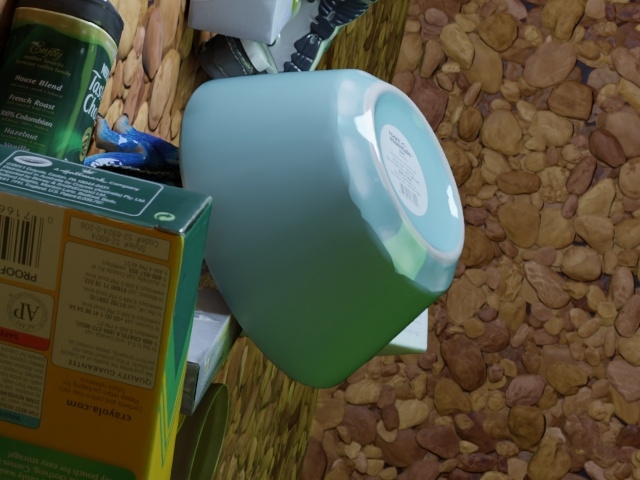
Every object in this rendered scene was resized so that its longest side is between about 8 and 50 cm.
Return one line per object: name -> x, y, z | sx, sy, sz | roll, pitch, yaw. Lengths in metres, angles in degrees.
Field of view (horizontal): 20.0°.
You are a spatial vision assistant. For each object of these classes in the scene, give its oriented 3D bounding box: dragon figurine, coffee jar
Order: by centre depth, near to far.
coffee jar -> -0.210, -0.109, 1.398 | 0.096, 0.079, 0.184 | 61, 42, -78
dragon figurine -> -0.142, -0.063, 1.703 | 0.289, 0.144, 0.085 | -24, 127, -80

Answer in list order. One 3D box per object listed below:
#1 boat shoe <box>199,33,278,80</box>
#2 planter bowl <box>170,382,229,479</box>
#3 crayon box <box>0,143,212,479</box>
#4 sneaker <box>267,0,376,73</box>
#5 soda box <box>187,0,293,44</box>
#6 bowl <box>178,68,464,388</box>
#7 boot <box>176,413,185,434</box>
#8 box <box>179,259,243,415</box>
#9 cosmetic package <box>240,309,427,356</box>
boat shoe -> -0.094, -0.207, 2.079 | 0.081, 0.069, 0.228 | 64, 4, 2
planter bowl -> -0.178, 0.229, 2.064 | 0.162, 0.109, 0.162 | 14, 90, -81
crayon box -> -0.206, 0.100, 1.338 | 0.083, 0.203, 0.323 | -59, 162, -65
sneaker -> -0.004, -0.292, 2.266 | 0.275, 0.107, 0.110 | -48, -178, 4
soda box -> -0.068, -0.355, 1.883 | 0.091, 0.098, 0.286 | -64, 166, -60
bowl -> 0.023, -0.033, 1.685 | 0.311, 0.163, 0.311 | 47, 31, -40
boot -> -0.182, 0.069, 1.873 | 0.295, 0.104, 0.211 | -75, 168, -48
box -> -0.164, 0.057, 1.626 | 0.231, 0.183, 0.056 | -59, 161, -62
cosmetic package -> 0.000, 0.000, 1.952 | 0.224, 0.138, 0.224 | 17, 70, -45
